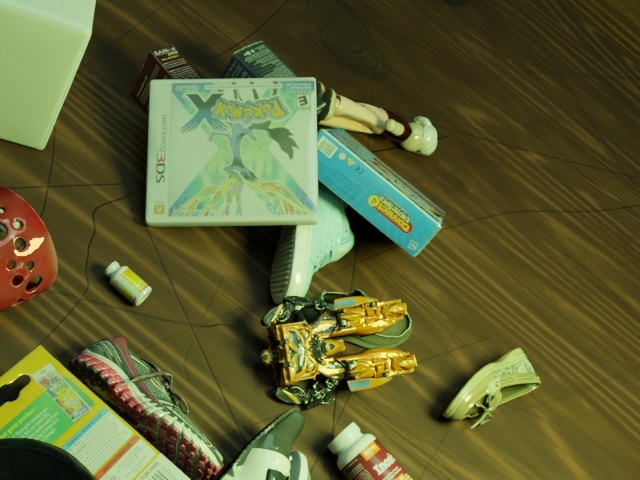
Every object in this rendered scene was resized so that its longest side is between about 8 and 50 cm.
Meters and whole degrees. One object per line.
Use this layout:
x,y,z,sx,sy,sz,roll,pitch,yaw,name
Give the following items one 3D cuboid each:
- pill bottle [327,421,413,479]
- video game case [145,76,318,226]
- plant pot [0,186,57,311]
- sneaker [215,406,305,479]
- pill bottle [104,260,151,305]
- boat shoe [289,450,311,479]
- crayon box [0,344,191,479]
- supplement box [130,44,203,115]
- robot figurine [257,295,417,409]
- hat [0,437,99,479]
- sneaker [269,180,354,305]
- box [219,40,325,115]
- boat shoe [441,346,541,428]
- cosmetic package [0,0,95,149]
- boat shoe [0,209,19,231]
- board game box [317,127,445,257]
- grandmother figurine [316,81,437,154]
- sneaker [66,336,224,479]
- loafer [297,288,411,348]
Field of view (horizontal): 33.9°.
0.085,0.397,1.846,0.152,0.086,0.086,47,43,10,pill bottle
-0.170,-0.174,2.034,0.329,0.036,0.300,-1,73,-1,video game case
-0.544,0.030,1.671,0.191,0.191,0.174,47,46,10,plant pot
-0.101,0.414,1.690,0.146,0.122,0.330,40,52,2,sneaker
-0.345,0.075,1.872,0.083,0.043,0.043,41,42,4,pill bottle
-0.036,0.459,1.724,0.076,0.080,0.228,35,36,-29,boat shoe
-0.382,0.337,1.587,0.323,0.083,0.203,42,43,4,crayon box
-0.277,-0.270,2.158,0.073,0.130,0.239,-28,73,-44,supplement box
0.027,0.194,1.936,0.291,0.085,0.211,-7,80,-25,robot figurine
-0.405,0.419,1.420,0.331,0.331,0.134,46,4,10,hat
0.000,0.000,2.104,0.150,0.135,0.366,22,45,-11,sneaker
-0.117,-0.300,2.275,0.207,0.153,0.108,45,43,9,box
0.348,0.299,2.097,0.285,0.104,0.089,-24,66,-45,boat shoe
-0.635,-0.429,1.911,0.393,0.327,0.329,16,47,-21,cosmetic package
-0.569,-0.054,1.848,0.100,0.035,0.035,41,15,9,boat shoe
0.115,-0.109,2.206,0.308,0.086,0.302,40,10,3,board game box
0.130,-0.275,2.447,0.342,0.104,0.208,16,22,-31,grandmother figurine
-0.267,0.268,1.699,0.299,0.121,0.112,43,40,6,sneaker
0.080,0.151,2.059,0.251,0.087,0.094,7,50,-29,loafer
